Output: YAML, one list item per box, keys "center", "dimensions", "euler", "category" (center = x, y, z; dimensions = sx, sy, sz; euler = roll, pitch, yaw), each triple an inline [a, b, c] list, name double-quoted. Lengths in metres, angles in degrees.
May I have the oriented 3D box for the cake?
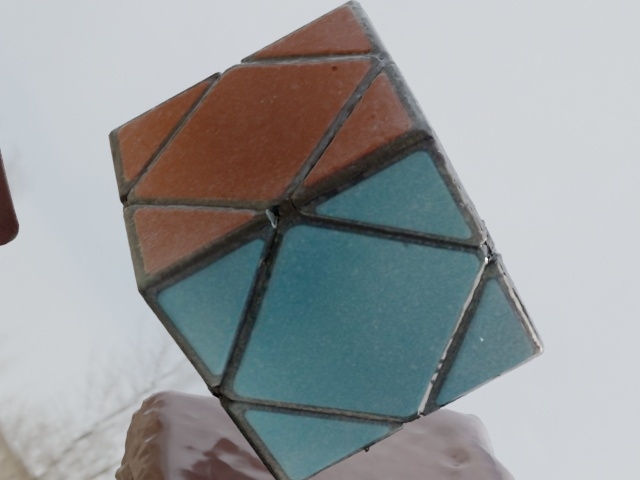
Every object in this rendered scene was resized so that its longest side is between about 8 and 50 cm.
- center: [-0.010, 0.262, 1.107]
  dimensions: [0.230, 0.308, 0.237]
  euler: [-106, -155, -63]
  category: "cake"

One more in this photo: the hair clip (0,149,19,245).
- center: [-0.216, -0.062, 0.884]
  dimensions: [0.022, 0.054, 0.137]
  euler: [-15, 98, -73]
  category: "hair clip"

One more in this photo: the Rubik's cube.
- center: [0.000, 0.000, 0.976]
  dimensions: [0.205, 0.205, 0.207]
  euler: [58, 5, -35]
  category: "Rubik's cube"
